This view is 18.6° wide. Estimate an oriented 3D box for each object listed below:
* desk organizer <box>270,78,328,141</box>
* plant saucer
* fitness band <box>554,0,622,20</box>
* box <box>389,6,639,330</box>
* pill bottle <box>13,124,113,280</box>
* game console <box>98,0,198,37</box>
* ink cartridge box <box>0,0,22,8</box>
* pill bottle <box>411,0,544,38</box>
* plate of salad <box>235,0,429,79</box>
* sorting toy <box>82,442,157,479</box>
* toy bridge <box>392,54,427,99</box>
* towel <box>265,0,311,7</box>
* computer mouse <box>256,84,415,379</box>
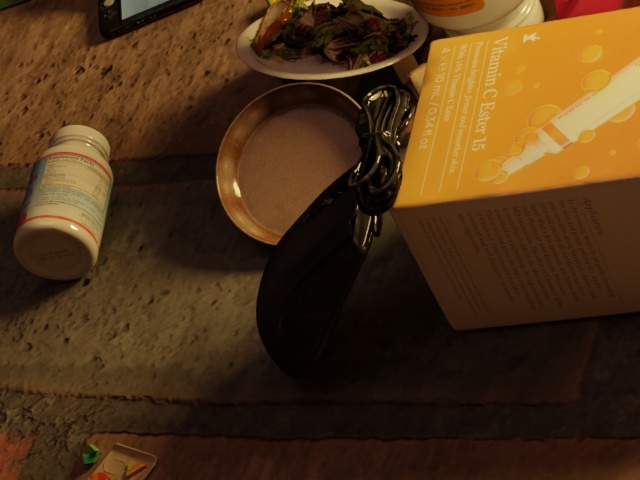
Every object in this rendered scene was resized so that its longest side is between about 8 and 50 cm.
[{"bbox_3d":[-0.022,-0.138,2.008,0.047,0.050,0.130,-17,42,15],"label":"desk organizer"},{"bbox_3d":[-0.021,-0.072,1.915,0.168,0.029,0.168,-6,72,18],"label":"plant saucer"},{"bbox_3d":[0.273,-0.353,1.905,0.054,0.291,0.209,7,6,-14],"label":"fitness band"},{"bbox_3d":[0.262,-0.069,1.679,0.345,0.168,0.215,-7,45,24],"label":"box"},{"bbox_3d":[-0.263,-0.042,2.025,0.087,0.087,0.160,-13,43,19],"label":"pill bottle"},{"bbox_3d":[-0.210,-0.323,2.281,0.144,0.085,0.124,-21,41,11],"label":"game console"},{"bbox_3d":[-0.416,-0.418,2.396,0.092,0.219,0.160,-15,43,18],"label":"ink cartridge box"},{"bbox_3d":[0.136,-0.295,1.923,0.136,0.246,0.136,-17,42,15],"label":"pill bottle"},{"bbox_3d":[0.011,-0.217,1.998,0.199,0.048,0.200,-5,29,3],"label":"plate of salad"},{"bbox_3d":[-0.196,0.212,1.785,0.083,0.012,0.062,12,56,38],"label":"sorting toy"},{"bbox_3d":[0.110,-0.142,1.916,0.026,0.063,0.188,-31,19,-2],"label":"toy bridge"},{"bbox_3d":[0.058,-0.295,2.147,0.237,0.021,0.102,-29,46,0],"label":"towel"},{"bbox_3d":[0.000,0.000,1.714,0.072,0.272,0.188,20,30,-7],"label":"computer mouse"}]
